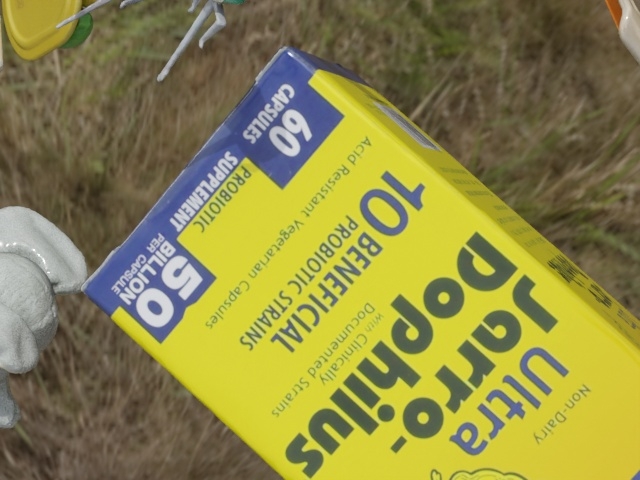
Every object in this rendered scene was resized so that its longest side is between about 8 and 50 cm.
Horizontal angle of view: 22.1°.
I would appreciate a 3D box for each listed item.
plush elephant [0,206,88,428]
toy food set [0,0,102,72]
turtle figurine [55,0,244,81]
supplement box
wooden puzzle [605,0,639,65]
[{"bbox_3d":[-0.380,0.081,1.683,0.255,0.272,0.330,24,118,9],"label":"plush elephant"},{"bbox_3d":[-0.256,-0.242,1.612,0.071,0.218,0.128,-5,85,-34],"label":"toy food set"},{"bbox_3d":[-0.067,-0.189,0.893,0.234,0.175,0.118,-35,118,7],"label":"turtle figurine"},{"bbox_3d":[0.068,0.072,1.008,0.356,0.195,0.194,41,99,8],"label":"supplement box"},{"bbox_3d":[0.367,-0.232,1.838,0.044,0.239,0.221,-30,126,23],"label":"wooden puzzle"}]
